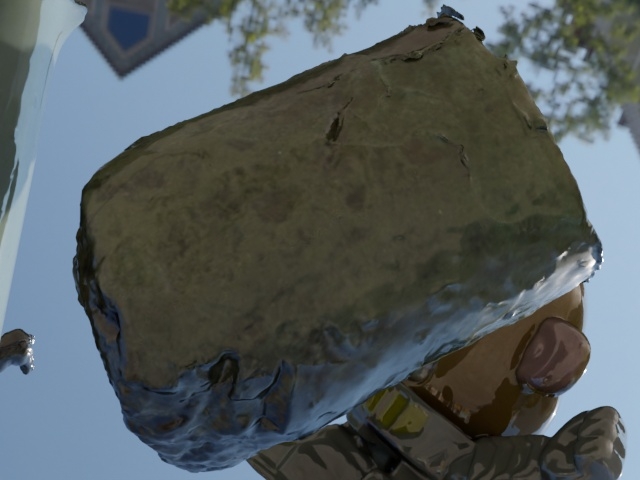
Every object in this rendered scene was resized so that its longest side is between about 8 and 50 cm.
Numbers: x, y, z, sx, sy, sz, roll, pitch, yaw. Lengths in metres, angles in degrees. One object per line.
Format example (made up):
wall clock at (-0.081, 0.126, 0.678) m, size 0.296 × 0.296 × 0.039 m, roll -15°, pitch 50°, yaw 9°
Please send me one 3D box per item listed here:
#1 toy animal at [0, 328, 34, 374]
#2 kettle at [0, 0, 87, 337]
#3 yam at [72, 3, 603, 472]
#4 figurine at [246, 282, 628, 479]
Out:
toy animal at (-0.366, 0.134, 1.280) m, size 0.135 × 0.065 × 0.047 m, roll -21°, pitch -103°, yaw -10°
kettle at (-0.314, -0.045, 0.778) m, size 0.265 × 0.318 × 0.205 m, roll 17°, pitch -171°, yaw 8°
yam at (0.000, 0.000, 0.710) m, size 0.300 × 0.195 × 0.195 m, roll -27°, pitch -130°, yaw -15°
figurine at (0.093, 0.117, 0.932) m, size 0.342 × 0.285 × 0.167 m, roll 42°, pitch 180°, yaw 38°
